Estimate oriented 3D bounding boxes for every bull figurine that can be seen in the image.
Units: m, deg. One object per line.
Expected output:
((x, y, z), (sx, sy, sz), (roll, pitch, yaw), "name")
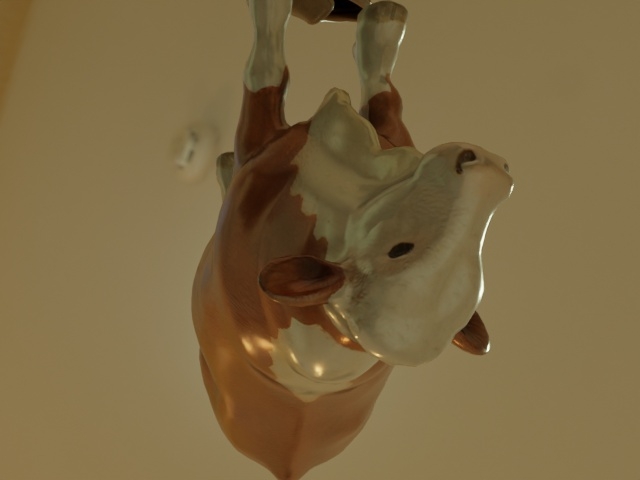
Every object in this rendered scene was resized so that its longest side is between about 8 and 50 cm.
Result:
((0.000, 0.000, 0.691), (0.310, 0.101, 0.188), (117, -23, -63), "bull figurine")

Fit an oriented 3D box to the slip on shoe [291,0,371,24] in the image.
((-0.008, -0.170, 1.115), (0.051, 0.135, 0.041), (-27, -98, 29), "slip on shoe")
